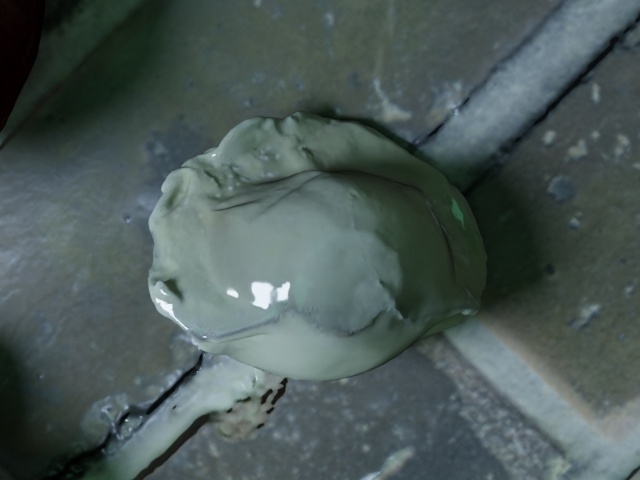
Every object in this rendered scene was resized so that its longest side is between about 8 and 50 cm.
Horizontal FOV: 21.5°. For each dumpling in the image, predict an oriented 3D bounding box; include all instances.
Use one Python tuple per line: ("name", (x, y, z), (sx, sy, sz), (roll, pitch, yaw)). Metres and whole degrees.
("dumpling", (0.000, 0.000, 1.164), (0.258, 0.147, 0.193), (1, 64, -22))

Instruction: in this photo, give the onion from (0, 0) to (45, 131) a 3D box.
("onion", (-0.360, -0.138, 1.102), (0.348, 0.285, 0.347), (9, 64, -19))
